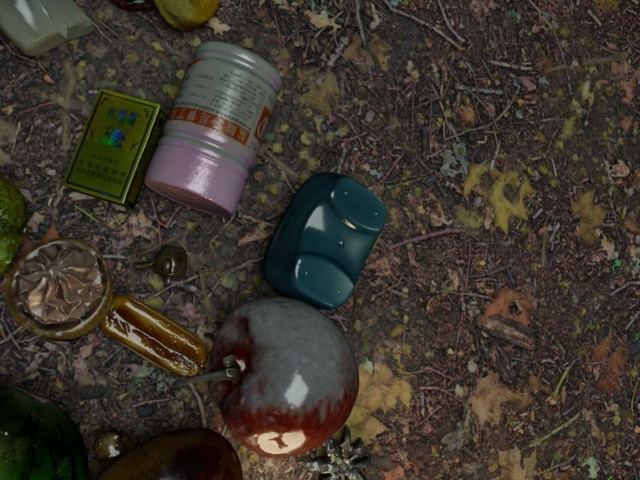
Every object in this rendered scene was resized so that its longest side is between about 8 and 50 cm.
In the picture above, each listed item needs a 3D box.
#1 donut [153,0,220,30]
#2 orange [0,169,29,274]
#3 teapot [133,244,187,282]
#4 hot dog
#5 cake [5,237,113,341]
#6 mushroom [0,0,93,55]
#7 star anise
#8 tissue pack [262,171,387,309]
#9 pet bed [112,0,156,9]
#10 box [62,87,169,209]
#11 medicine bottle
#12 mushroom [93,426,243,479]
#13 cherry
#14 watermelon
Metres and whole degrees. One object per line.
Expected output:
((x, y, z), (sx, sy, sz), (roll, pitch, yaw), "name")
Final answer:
((-0.278, -0.543, 1.358), (0.162, 0.065, 0.178), (13, 88, -52), "donut")
((-0.698, -0.033, 1.134), (0.301, 0.223, 0.300), (-44, 97, -16), "orange")
((-0.340, 0.047, 1.338), (0.110, 0.085, 0.080), (8, 83, 0), "teapot")
((-0.348, 0.201, 1.330), (0.249, 0.068, 0.100), (36, 89, -13), "hot dog")
((-0.501, 0.093, 1.197), (0.207, 0.178, 0.185), (-40, 83, -9), "cake")
((-0.621, -0.518, 1.251), (0.329, 0.122, 0.159), (50, 37, -12), "mushroom")
((0.041, 0.522, 1.461), (0.180, 0.061, 0.205), (-17, 94, -20), "star anise")
((0.000, 0.000, 1.403), (0.198, 0.206, 0.287), (30, 80, -26), "tissue pack")
((-0.400, -0.592, 1.355), (0.201, 0.053, 0.201), (1, 86, -20), "pet bed")
((-0.417, -0.189, 1.298), (0.141, 0.064, 0.220), (16, 83, 9), "box")
((-0.221, -0.229, 1.325), (0.202, 0.202, 0.316), (21, 80, -18), "medicine bottle")
((-0.312, 0.541, 1.256), (0.345, 0.239, 0.345), (-2, 111, -6), "mushroom")
((-0.073, 0.270, 1.319), (0.335, 0.291, 0.326), (-19, 75, -57), "cherry")
((-0.585, 0.436, 1.095), (0.363, 0.363, 0.363), (1, 87, -20), "watermelon")
